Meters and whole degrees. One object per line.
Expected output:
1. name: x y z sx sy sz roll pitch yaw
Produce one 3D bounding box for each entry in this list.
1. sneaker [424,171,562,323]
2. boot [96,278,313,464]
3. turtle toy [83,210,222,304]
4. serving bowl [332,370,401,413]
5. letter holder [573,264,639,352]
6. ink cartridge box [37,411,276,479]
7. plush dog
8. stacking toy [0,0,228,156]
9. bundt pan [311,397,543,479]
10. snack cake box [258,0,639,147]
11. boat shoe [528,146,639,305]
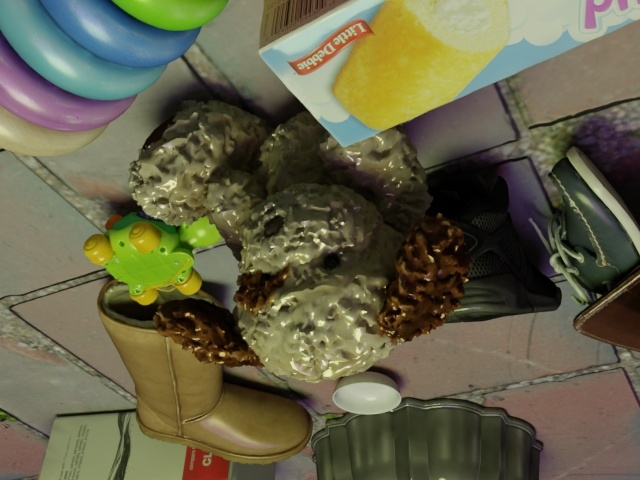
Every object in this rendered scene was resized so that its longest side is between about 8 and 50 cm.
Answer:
1. sneaker: 0.153 0.007 0.716 0.087 0.130 0.227 -12 168 30
2. boot: -0.120 0.156 0.915 0.236 0.089 0.270 4 141 -2
3. turtle toy: -0.146 0.003 0.737 0.130 0.066 0.095 -14 139 20
4. serving bowl: 0.057 0.182 0.982 0.083 0.027 0.083 2 142 2
5. letter holder: 0.391 0.094 0.671 0.301 0.152 0.214 12 136 -36
6. ink cartridge box: -0.219 0.327 1.116 0.272 0.114 0.197 -7 142 11
7. plush dog: 0.000 0.000 0.594 0.262 0.225 0.210 -19 137 25
8. stacking toy: -0.082 -0.163 0.432 0.330 0.141 0.141 -20 137 37
9. bundt pan: 0.145 0.347 1.111 0.330 0.124 0.331 2 141 2
10. snack cake box: 0.099 -0.175 0.425 0.264 0.152 0.089 -21 137 28
11. boat shoe: 0.244 0.011 0.705 0.079 0.095 0.254 -28 142 18
